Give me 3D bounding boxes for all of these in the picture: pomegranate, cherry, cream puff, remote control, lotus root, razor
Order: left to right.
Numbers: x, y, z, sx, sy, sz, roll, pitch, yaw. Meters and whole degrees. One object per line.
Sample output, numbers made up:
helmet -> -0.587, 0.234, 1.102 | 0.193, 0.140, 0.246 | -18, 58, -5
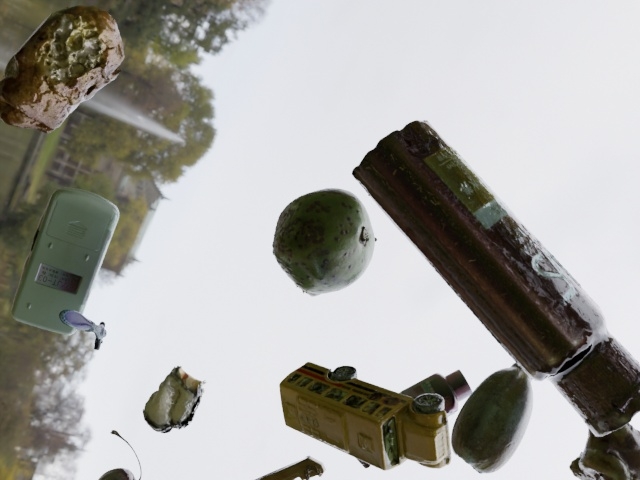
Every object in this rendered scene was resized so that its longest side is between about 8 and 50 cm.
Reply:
cream puff -> -0.478, -0.316, 1.248 | 0.269, 0.155, 0.241 | -40, -156, 0
remote control -> -0.514, 0.040, 1.372 | 0.297, 0.140, 0.056 | -67, -162, 9
razor -> -0.332, 0.123, 0.977 | 0.154, 0.028, 0.044 | 83, 14, -71
cherry -> -0.453, 0.537, 1.463 | 0.148, 0.188, 0.115 | -51, 166, 25
pomegranate -> 0.000, 0.000, 1.567 | 0.270, 0.254, 0.254 | -12, -122, 44
lotus root -> 0.444, 0.419, 1.700 | 0.158, 0.140, 0.322 | 22, -110, 38

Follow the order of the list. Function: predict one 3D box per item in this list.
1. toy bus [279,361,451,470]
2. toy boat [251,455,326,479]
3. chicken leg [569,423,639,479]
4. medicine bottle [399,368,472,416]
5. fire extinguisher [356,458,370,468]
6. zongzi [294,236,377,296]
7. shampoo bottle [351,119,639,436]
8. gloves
toy bus -> 0.074, 0.318, 1.229 | 0.335, 0.123, 0.121 | 10, -68, 45
toy boat -> -0.086, 0.575, 1.616 | 0.064, 0.206, 0.072 | 42, 23, -77
chicken leg -> 0.443, 0.304, 0.742 | 0.140, 0.360, 0.212 | -59, 163, -46
medicine bottle -> 0.324, 0.439, 1.905 | 0.188, 0.094, 0.119 | -28, -113, 0
fire extinguisher -> 0.073, 0.471, 1.641 | 0.078, 0.157, 0.045 | -46, -176, -41
zongzi -> 0.047, 0.079, 2.233 | 0.274, 0.125, 0.251 | 13, -106, 51
shampoo bottle -> 0.171, 0.030, 0.635 | 0.084, 0.323, 0.129 | -47, 165, 32
gloves -> -0.337, 0.376, 1.586 | 0.153, 0.114, 0.070 | -57, 178, -28
